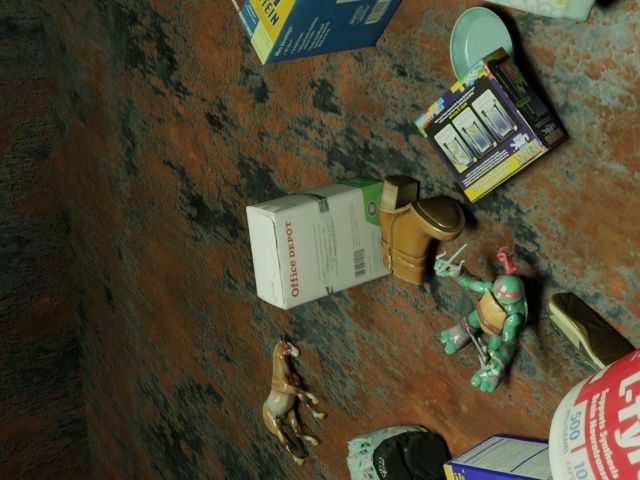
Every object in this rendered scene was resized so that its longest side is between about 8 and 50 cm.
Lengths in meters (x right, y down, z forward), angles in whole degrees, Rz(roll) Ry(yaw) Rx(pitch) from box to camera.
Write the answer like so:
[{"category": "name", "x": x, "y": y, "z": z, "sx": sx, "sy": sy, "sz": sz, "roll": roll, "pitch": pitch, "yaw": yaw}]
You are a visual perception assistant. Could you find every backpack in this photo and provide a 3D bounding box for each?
[{"category": "backpack", "x": 0.121, "y": 0.373, "z": 1.574, "sx": 0.182, "sy": 0.151, "sz": 0.115, "roll": 147, "pitch": 121, "yaw": -62}]

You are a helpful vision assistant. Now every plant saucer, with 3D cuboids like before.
[{"category": "plant saucer", "x": 0.217, "y": -0.247, "z": 1.218, "sx": 0.119, "sy": 0.021, "sz": 0.119, "roll": 34, "pitch": 132, "yaw": 48}]

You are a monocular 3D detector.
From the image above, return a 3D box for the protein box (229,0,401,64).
[{"category": "protein box", "x": 0.006, "y": -0.377, "z": 1.324, "sx": 0.136, "sy": 0.201, "sz": 0.200, "roll": 63, "pitch": 148, "yaw": 18}]

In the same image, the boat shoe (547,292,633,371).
[{"category": "boat shoe", "x": 0.341, "y": 0.130, "z": 1.169, "sx": 0.049, "sy": 0.056, "sz": 0.152, "roll": 97, "pitch": 152, "yaw": -42}]

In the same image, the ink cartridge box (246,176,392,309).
[{"category": "ink cartridge box", "x": 0.000, "y": 0.000, "z": 1.495, "sx": 0.092, "sy": 0.219, "sz": 0.160, "roll": 18, "pitch": 119, "yaw": 54}]

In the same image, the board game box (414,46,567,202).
[{"category": "board game box", "x": 0.217, "y": -0.147, "z": 1.210, "sx": 0.141, "sy": 0.048, "sz": 0.170, "roll": 54, "pitch": 147, "yaw": 2}]

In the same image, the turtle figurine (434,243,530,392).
[{"category": "turtle figurine", "x": 0.230, "y": 0.107, "z": 1.274, "sx": 0.234, "sy": 0.118, "sz": 0.175, "roll": 92, "pitch": 163, "yaw": -55}]

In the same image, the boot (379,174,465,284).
[{"category": "boot", "x": 0.151, "y": 0.002, "z": 1.400, "sx": 0.197, "sy": 0.072, "sz": 0.153, "roll": -133, "pitch": 39, "yaw": -57}]

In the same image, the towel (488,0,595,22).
[{"category": "towel", "x": 0.184, "y": -0.433, "z": 0.949, "sx": 0.320, "sy": 0.090, "sz": 0.375, "roll": 18, "pitch": 127, "yaw": 6}]

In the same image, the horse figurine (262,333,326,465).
[{"category": "horse figurine", "x": -0.063, "y": 0.346, "z": 1.917, "sx": 0.174, "sy": 0.066, "sz": 0.263, "roll": 39, "pitch": 133, "yaw": 36}]

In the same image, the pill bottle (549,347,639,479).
[{"category": "pill bottle", "x": 0.420, "y": 0.170, "z": 0.882, "sx": 0.229, "sy": 0.229, "sz": 0.408, "roll": 63, "pitch": 148, "yaw": 17}]

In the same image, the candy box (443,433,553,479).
[{"category": "candy box", "x": 0.331, "y": 0.419, "z": 1.248, "sx": 0.317, "sy": 0.122, "sz": 0.268, "roll": -10, "pitch": 97, "yaw": 61}]
